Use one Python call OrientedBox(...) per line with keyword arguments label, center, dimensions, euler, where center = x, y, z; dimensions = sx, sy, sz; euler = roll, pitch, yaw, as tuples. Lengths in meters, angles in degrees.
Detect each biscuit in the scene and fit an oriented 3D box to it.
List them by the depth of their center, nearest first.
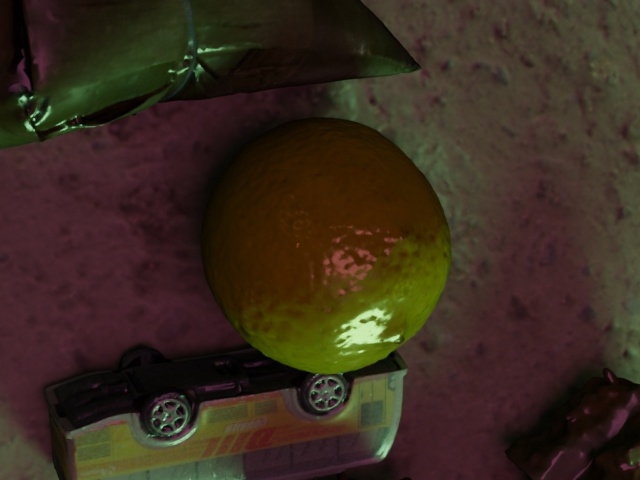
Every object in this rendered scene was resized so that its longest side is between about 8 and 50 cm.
OrientedBox(label="biscuit", center=(0.138, 0.272, 1.471), dimensions=(0.366, 0.115, 0.268), euler=(-17, 113, -19))

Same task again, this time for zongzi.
OrientedBox(label="zongzi", center=(-0.109, -0.260, 1.249), dimensions=(0.392, 0.174, 0.356), euler=(-12, 97, -35))

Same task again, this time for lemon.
OrientedBox(label="lemon", center=(0.000, 0.000, 1.327), dimensions=(0.178, 0.203, 0.178), euler=(-26, 145, -20))

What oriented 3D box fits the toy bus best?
OrientedBox(label="toy bus", center=(-0.069, 0.134, 1.386), dimensions=(0.268, 0.092, 0.106), euler=(-8, 115, -19))
